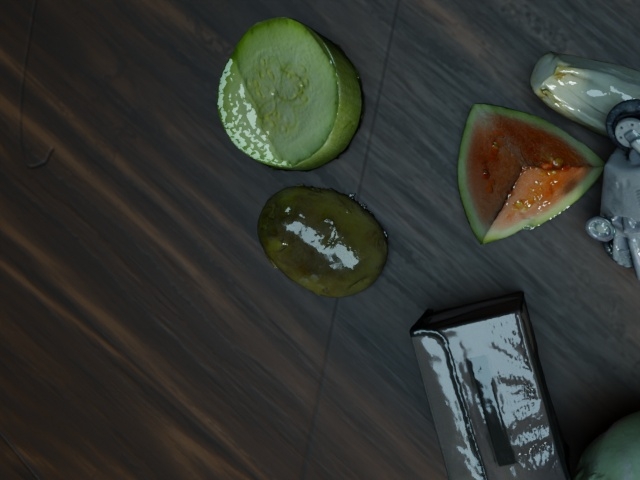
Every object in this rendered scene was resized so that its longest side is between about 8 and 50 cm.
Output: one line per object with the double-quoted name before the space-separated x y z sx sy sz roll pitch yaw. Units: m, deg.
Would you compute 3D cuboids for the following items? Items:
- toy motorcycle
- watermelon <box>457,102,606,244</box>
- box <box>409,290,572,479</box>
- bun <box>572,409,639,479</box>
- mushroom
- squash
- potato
"toy motorcycle" 0.433 -0.054 0.937 0.171 0.110 0.260 17 137 36
"watermelon" 0.285 -0.095 1.025 0.145 0.137 0.193 -6 95 -23
"box" 0.234 0.209 1.017 0.153 0.188 0.252 -16 90 15
"bun" 0.412 0.363 0.983 0.187 0.293 0.293 -16 93 48
"mushroom" 0.442 -0.166 0.965 0.351 0.123 0.095 16 87 5
"squash" -0.054 -0.199 1.069 0.220 0.133 0.220 3 101 16
"potato" 0.000 0.000 1.097 0.200 0.081 0.164 28 99 5
